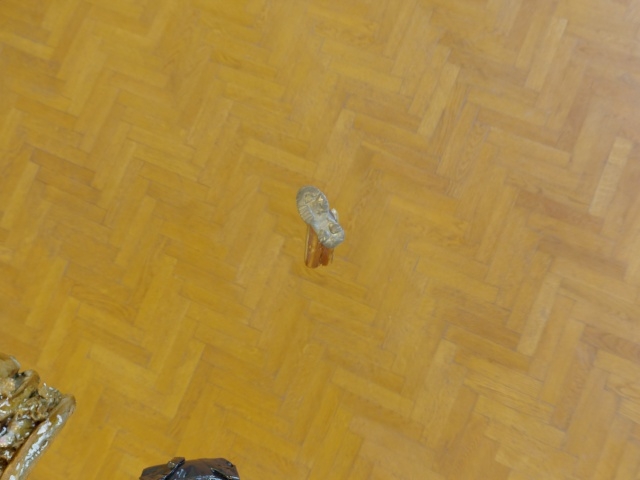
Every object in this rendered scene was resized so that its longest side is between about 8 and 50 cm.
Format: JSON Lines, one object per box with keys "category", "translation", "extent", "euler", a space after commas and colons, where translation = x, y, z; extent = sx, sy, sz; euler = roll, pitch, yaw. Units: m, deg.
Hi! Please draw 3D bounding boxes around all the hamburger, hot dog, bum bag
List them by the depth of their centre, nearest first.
{"category": "hamburger", "translation": [-0.503, 0.287, 0.738], "extent": [0.211, 0.260, 0.245], "euler": [42, 97, -10]}
{"category": "bum bag", "translation": [-0.329, 0.592, 1.286], "extent": [0.248, 0.123, 0.060], "euler": [16, 89, -31]}
{"category": "hot dog", "translation": [0.000, 0.000, 1.342], "extent": [0.092, 0.236, 0.062], "euler": [-7, 51, -16]}

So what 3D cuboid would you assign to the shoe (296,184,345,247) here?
{"category": "shoe", "translation": [-0.007, -0.065, 1.203], "extent": [0.071, 0.099, 0.169], "euler": [-32, 115, 3]}
